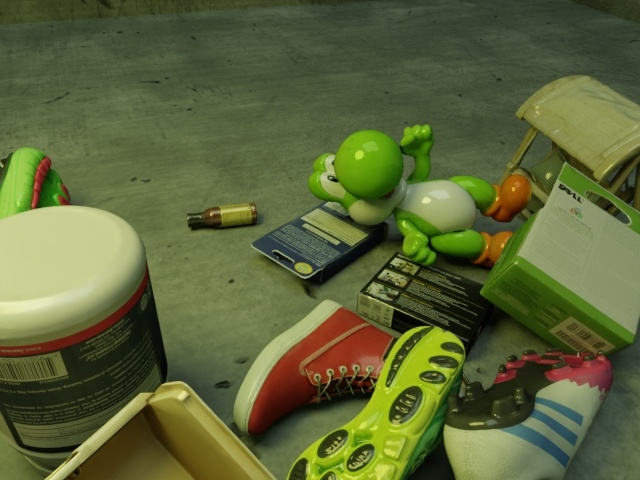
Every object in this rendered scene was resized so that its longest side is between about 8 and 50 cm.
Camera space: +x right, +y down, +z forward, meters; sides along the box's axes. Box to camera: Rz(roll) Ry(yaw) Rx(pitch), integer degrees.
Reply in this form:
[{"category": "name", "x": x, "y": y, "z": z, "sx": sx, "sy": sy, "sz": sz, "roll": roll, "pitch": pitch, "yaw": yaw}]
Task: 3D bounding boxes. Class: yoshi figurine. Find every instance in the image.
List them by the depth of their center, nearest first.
[{"category": "yoshi figurine", "x": 0.162, "y": -0.077, "z": 0.898, "sx": 0.362, "sy": 0.203, "sz": 0.203, "roll": 15, "pitch": 29, "yaw": -2}]

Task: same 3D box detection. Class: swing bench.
[{"category": "swing bench", "x": 0.477, "y": -0.139, "z": 1.009, "sx": 0.165, "sy": 0.254, "sz": 0.253, "roll": -8, "pitch": 38, "yaw": -13}]

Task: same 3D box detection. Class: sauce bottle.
[{"category": "sauce bottle", "x": -0.183, "y": -0.045, "z": 1.024, "sx": 0.128, "sy": 0.042, "sz": 0.042, "roll": -6, "pitch": 37, "yaw": -11}]

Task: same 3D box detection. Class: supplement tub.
[{"category": "supplement tub", "x": -0.274, "y": 0.117, "z": 0.605, "sx": 0.191, "sy": 0.272, "sz": 0.191, "roll": 2, "pitch": 37, "yaw": -1}]

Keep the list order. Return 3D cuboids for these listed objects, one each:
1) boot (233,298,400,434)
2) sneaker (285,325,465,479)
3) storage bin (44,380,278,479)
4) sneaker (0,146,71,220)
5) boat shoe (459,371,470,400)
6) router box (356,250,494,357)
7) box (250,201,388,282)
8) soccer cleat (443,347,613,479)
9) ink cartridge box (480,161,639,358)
[{"category": "boot", "x": 0.022, "y": 0.181, "z": 0.697, "sx": 0.176, "sy": 0.088, "sz": 0.244, "roll": 25, "pitch": 38, "yaw": 25}, {"category": "sneaker", "x": 0.075, "y": 0.232, "z": 0.607, "sx": 0.109, "sy": 0.123, "sz": 0.295, "roll": 23, "pitch": 59, "yaw": 43}, {"category": "storage bin", "x": -0.139, "y": 0.289, "z": 0.416, "sx": 0.260, "sy": 0.123, "sz": 0.262, "roll": 47, "pitch": 48, "yaw": 2}, {"category": "sneaker", "x": -0.526, "y": 0.036, "z": 0.821, "sx": 0.202, "sy": 0.185, "sz": 0.482, "roll": -17, "pitch": 34, "yaw": 5}, {"category": "boat shoe", "x": 0.183, "y": 0.209, "z": 0.703, "sx": 0.046, "sy": 0.038, "sz": 0.125, "roll": -3, "pitch": 37, "yaw": -7}, {"category": "router box", "x": 0.166, "y": 0.095, "z": 0.851, "sx": 0.179, "sy": 0.046, "sz": 0.133, "roll": 23, "pitch": 41, "yaw": 25}, {"category": "box", "x": 0.000, "y": 0.000, "z": 0.975, "sx": 0.136, "sy": 0.036, "sz": 0.225, "roll": 29, "pitch": 42, "yaw": 31}, {"category": "soccer cleat", "x": 0.254, "y": 0.220, "z": 0.653, "sx": 0.331, "sy": 0.143, "sz": 0.116, "roll": -6, "pitch": -1, "yaw": -43}, {"category": "ink cartridge box", "x": 0.385, "y": 0.028, "z": 0.828, "sx": 0.189, "sy": 0.097, "sz": 0.255, "roll": 36, "pitch": 54, "yaw": 6}]
